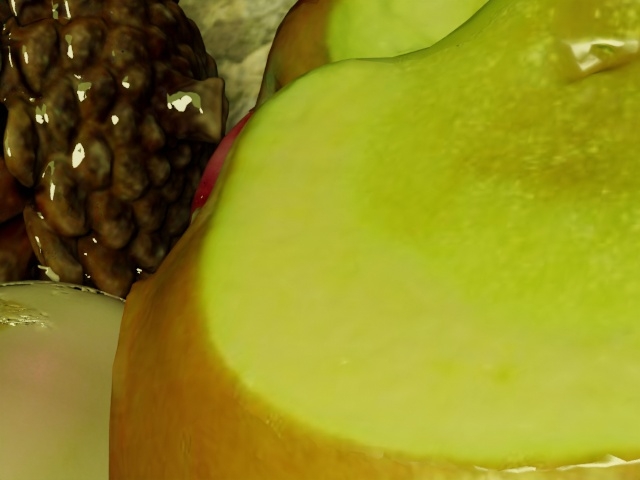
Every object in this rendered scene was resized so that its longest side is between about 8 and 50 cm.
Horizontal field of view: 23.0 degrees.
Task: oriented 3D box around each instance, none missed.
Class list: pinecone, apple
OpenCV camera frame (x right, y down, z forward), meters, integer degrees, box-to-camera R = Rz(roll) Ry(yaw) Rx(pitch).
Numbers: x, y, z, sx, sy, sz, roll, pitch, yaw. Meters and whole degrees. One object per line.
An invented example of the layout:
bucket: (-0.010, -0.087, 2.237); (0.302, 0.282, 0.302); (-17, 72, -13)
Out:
pinecone: (-0.168, -0.063, 0.817); (0.272, 0.224, 0.224); (1, 61, 31)
apple: (0.110, 0.036, 0.529); (0.374, 0.374, 0.384); (21, 108, 32)

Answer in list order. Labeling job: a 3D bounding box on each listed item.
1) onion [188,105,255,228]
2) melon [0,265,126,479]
onion: (0.000, 0.000, 0.782); (0.150, 0.150, 0.140); (-56, 13, -15)
melon: (-0.135, 0.163, 0.658); (0.223, 0.223, 0.317); (2, 63, 24)
